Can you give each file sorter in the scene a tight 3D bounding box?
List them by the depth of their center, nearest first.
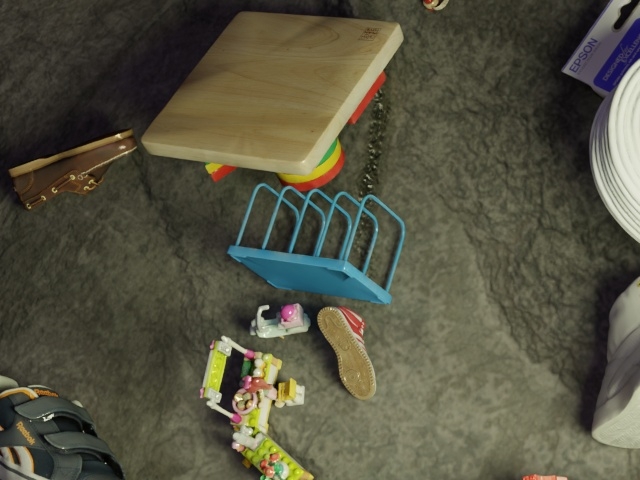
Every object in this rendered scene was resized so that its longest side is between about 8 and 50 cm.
[{"bbox_3d":[0.000,0.000,1.907,0.170,0.118,0.104,8,73,34],"label":"file sorter"}]

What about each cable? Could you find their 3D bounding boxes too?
[{"bbox_3d":[0.413,-0.091,1.657,0.257,0.089,0.257,8,68,1],"label":"cable"}]

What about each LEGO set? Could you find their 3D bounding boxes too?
[{"bbox_3d":[-0.069,0.208,1.855,0.132,0.107,0.287,-23,57,20],"label":"LEGO set"}]

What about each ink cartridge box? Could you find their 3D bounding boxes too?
[{"bbox_3d":[0.417,-0.229,1.814,0.208,0.045,0.206,34,87,36],"label":"ink cartridge box"}]

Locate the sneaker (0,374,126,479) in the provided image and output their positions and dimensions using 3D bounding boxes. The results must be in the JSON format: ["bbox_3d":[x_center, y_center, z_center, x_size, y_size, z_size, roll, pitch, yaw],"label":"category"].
[{"bbox_3d":[-0.338,0.257,1.982,0.321,0.126,0.127,18,83,38],"label":"sneaker"}]

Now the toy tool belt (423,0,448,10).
[{"bbox_3d":[0.148,-0.343,2.030,0.052,0.051,0.083,22,80,37],"label":"toy tool belt"}]

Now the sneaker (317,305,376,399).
[{"bbox_3d":[0.039,0.130,1.877,0.042,0.067,0.118,-26,86,16],"label":"sneaker"}]

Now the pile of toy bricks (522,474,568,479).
[{"bbox_3d":[0.164,0.311,1.664,0.212,0.105,0.118,-16,60,24],"label":"pile of toy bricks"}]

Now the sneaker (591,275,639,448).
[{"bbox_3d":[0.356,0.091,1.577,0.292,0.108,0.169,132,152,-62],"label":"sneaker"}]

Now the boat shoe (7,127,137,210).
[{"bbox_3d":[-0.337,-0.098,2.200,0.207,0.073,0.073,-17,97,27],"label":"boat shoe"}]

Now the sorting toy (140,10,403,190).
[{"bbox_3d":[-0.050,-0.168,2.001,0.257,0.089,0.255,10,52,34],"label":"sorting toy"}]
